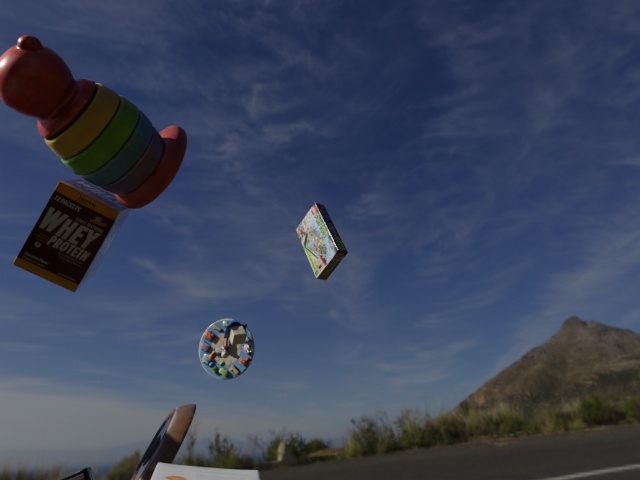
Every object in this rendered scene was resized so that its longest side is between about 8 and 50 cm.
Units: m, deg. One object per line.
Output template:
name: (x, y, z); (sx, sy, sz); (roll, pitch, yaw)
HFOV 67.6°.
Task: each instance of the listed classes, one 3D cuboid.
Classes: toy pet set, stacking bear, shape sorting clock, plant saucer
toy pet set: (-0.252, 0.285, 1.339); (0.122, 0.065, 0.114); (1, -62, -31)
stacking bear: (-0.383, -0.194, 0.785); (0.175, 0.164, 0.289); (-36, -47, 11)
shape sorting clock: (-0.326, 0.374, 1.649); (0.206, 0.206, 0.040); (-11, -18, 15)
plant saucer: (-0.242, 0.319, 0.714); (0.029, 0.168, 0.168); (31, -32, -9)

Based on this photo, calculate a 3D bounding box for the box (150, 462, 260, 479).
box: (-0.131, 0.320, 0.516); (0.130, 0.091, 0.170); (9, -7, -9)

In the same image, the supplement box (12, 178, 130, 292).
supplement box: (-0.532, -0.019, 1.054); (0.129, 0.194, 0.191); (30, 1, -16)

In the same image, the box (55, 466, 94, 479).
box: (-0.696, 0.724, 1.242); (0.220, 0.175, 0.051); (-18, -19, -20)

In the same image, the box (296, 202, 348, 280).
box: (0.000, 0.000, 1.358); (0.036, 0.207, 0.114); (15, -56, -35)
